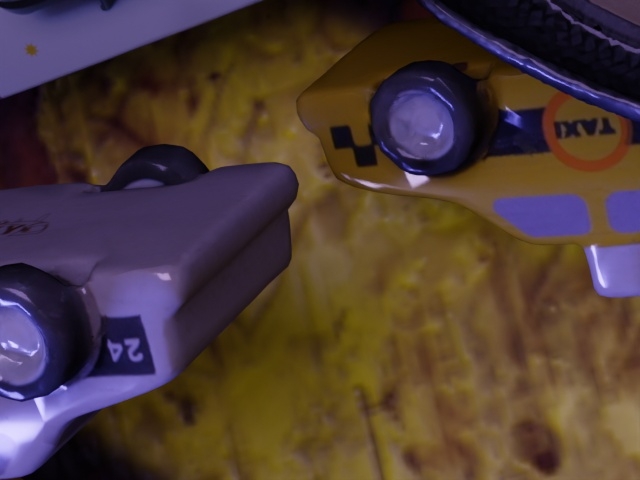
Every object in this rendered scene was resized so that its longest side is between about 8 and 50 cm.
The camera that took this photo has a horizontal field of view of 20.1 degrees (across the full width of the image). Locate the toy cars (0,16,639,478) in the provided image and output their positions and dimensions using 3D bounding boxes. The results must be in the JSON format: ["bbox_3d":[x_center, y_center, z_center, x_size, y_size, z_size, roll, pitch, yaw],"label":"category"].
[{"bbox_3d":[0.000,0.000,0.541,0.393,0.176,0.087,-19,109,-13],"label":"toy cars"}]

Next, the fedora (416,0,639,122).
[{"bbox_3d":[0.141,-0.188,0.473,0.334,0.152,0.334,1,58,-2],"label":"fedora"}]

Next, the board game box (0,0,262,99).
[{"bbox_3d":[-0.129,-0.203,0.576,0.224,0.097,0.303,-18,111,18],"label":"board game box"}]

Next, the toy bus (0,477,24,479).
[{"bbox_3d":[-0.157,0.162,0.614,0.104,0.202,0.191,13,88,-25],"label":"toy bus"}]
